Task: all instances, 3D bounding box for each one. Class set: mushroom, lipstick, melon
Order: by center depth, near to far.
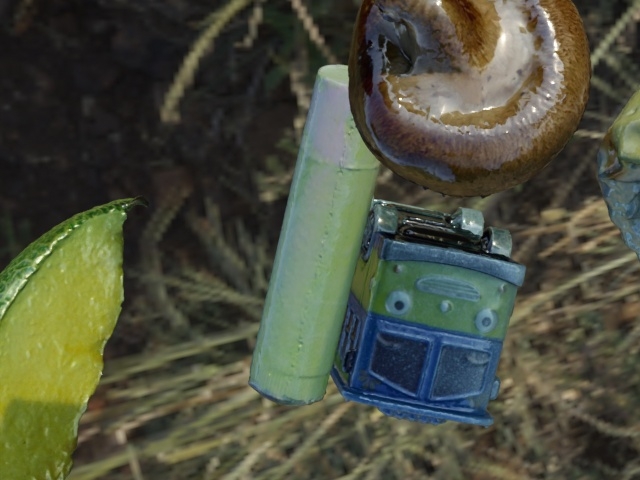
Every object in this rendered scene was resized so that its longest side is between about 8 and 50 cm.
[{"bbox_3d":[0.065,-0.079,0.823,0.085,0.109,0.126,139,147,-62],"label":"mushroom"},{"bbox_3d":[-0.181,0.073,1.175,0.114,0.261,0.053,30,159,-10],"label":"melon"},{"bbox_3d":[0.000,0.000,1.545,0.076,0.076,0.304,28,117,34],"label":"lipstick"}]

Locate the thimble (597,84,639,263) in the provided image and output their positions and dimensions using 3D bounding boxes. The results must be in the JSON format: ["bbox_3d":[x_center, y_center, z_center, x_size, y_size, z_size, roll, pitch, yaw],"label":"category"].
[{"bbox_3d":[0.403,-0.053,1.705,0.254,0.167,0.288,17,151,37],"label":"thimble"}]

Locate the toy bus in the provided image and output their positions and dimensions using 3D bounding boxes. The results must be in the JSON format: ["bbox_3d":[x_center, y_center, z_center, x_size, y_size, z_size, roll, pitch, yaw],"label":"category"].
[{"bbox_3d":[0.090,0.060,1.778,0.312,0.152,0.190,-129,51,-79],"label":"toy bus"}]
